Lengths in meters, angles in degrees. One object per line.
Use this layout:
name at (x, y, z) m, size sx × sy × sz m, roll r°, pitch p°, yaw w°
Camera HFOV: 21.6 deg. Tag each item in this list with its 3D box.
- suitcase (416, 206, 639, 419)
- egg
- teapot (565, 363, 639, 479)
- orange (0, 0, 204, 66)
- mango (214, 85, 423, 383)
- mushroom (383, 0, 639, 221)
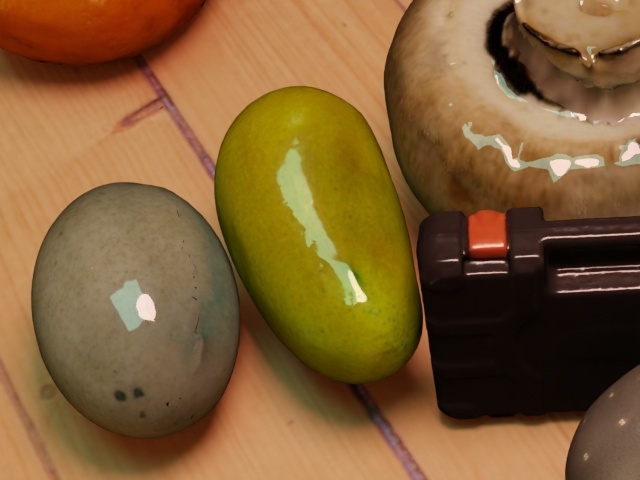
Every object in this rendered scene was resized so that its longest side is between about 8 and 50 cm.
suitcase at (0.222, 0.055, 1.273) m, size 0.285 × 0.206 × 0.066 m, roll -3°, pitch 48°, yaw 7°
egg at (-0.150, 0.053, 1.368) m, size 0.169 × 0.169 × 0.236 m, roll -15°, pitch 53°, yaw -1°
teapot at (0.298, 0.199, 1.179) m, size 0.183 × 0.183 × 0.251 m, roll -29°, pitch 63°, yaw -12°
orange at (-0.231, -0.302, 1.631) m, size 0.284 × 0.226 × 0.284 m, roll -7°, pitch 45°, yaw 7°
mango at (0.000, 0.001, 1.374) m, size 0.149 × 0.185 × 0.273 m, roll -18°, pitch 66°, yaw -4°
mushroom at (0.222, -0.119, 1.377) m, size 0.352 × 0.260 × 0.352 m, roll -6°, pitch 56°, yaw 9°
